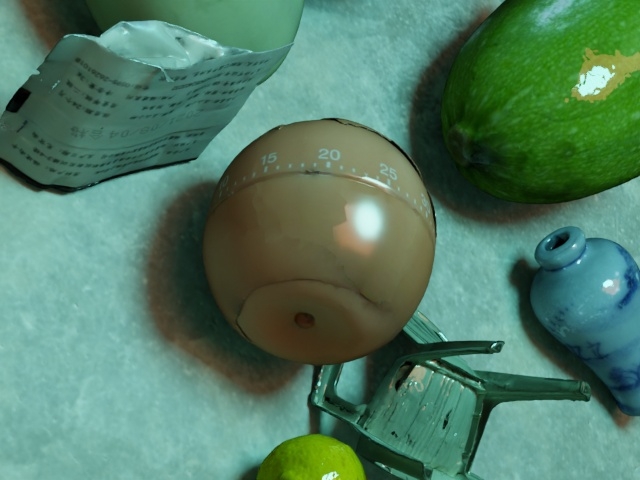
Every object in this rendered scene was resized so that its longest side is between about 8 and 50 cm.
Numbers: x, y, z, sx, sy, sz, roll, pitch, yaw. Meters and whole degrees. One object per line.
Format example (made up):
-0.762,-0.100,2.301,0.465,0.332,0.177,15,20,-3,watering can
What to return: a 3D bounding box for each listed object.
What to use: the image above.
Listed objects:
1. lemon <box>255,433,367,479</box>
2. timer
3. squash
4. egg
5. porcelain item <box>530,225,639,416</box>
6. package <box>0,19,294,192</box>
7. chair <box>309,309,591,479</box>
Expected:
-0.009,0.239,1.224,0.133,0.109,0.109,35,46,-62,lemon
0.000,0.000,1.255,0.229,0.229,0.215,36,45,-25,timer
0.297,-0.170,1.548,0.309,0.310,0.310,-39,100,-42,squash
-0.130,-0.271,1.263,0.219,0.219,0.269,-31,104,-45,egg
0.354,0.100,1.602,0.259,0.141,0.141,57,45,-20,porcelain item
-0.166,-0.118,1.176,0.250,0.204,0.062,-3,64,-41,package
0.125,0.161,1.330,0.203,0.274,0.191,28,79,-32,chair
